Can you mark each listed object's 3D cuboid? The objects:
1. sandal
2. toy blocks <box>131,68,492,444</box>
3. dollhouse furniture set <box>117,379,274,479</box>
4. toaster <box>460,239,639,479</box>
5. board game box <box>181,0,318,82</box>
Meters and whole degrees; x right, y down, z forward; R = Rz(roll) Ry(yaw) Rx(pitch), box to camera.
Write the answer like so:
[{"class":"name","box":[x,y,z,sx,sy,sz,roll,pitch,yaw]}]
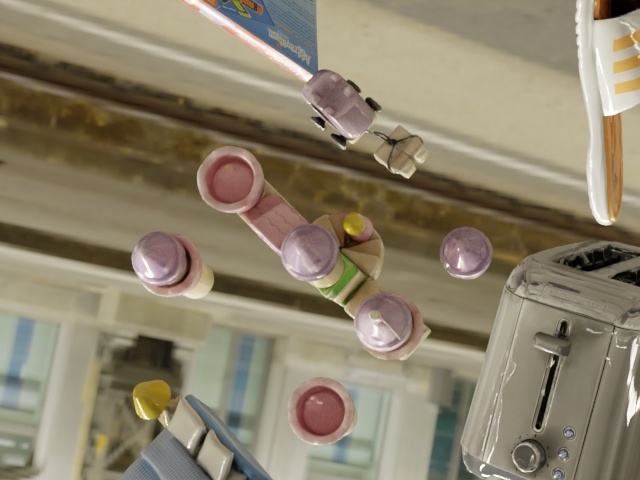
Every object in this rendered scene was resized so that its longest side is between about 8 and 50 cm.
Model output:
[{"class":"sandal","box":[0.265,-0.134,1.147,0.076,0.102,0.265,1,125,20]},{"class":"toy blocks","box":[0.000,0.000,1.319,0.288,0.309,0.260,42,179,14]},{"class":"dollhouse furniture set","box":[-0.194,0.297,1.292,0.303,0.286,0.198,44,179,43]},{"class":"toaster","box":[0.195,0.086,0.919,0.129,0.147,0.227,19,-165,32]},{"class":"board game box","box":[-0.091,-0.320,1.725,0.027,0.145,0.281,-15,155,30]}]
